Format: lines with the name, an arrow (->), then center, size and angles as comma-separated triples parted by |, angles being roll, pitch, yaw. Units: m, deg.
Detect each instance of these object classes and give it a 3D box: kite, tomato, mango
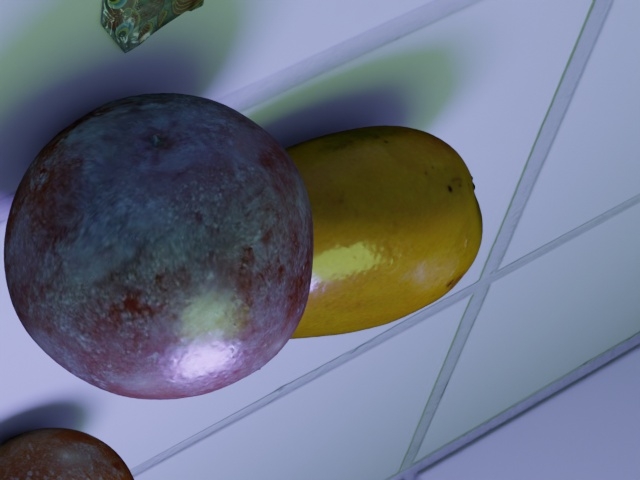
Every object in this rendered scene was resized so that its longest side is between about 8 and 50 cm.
kite -> -0.107, -0.255, 1.410 | 0.229, 0.016, 0.127 | -25, 160, -15
tomato -> -0.159, 0.008, 1.476 | 0.317, 0.316, 0.282 | -25, 141, -23
mango -> 0.000, 0.000, 1.814 | 0.446, 0.232, 0.300 | -15, 156, -26
tomato -> -0.392, 0.381, 2.041 | 0.270, 0.223, 0.270 | -49, 180, 1
